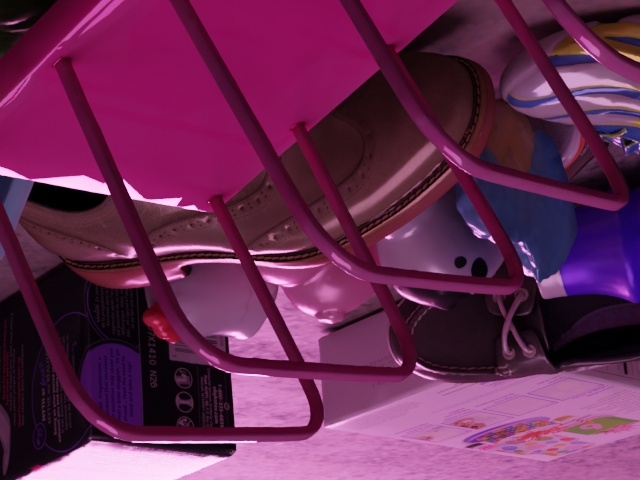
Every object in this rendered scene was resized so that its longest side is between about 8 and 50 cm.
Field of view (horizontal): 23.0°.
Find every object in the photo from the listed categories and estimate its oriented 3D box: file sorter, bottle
[{"bbox_3d":[0.013,-0.052,0.720,0.291,0.182,0.202,-40,154,25],"label":"file sorter"},{"bbox_3d":[0.304,-0.009,1.202,0.283,0.092,0.118,-9,145,13],"label":"bottle"}]

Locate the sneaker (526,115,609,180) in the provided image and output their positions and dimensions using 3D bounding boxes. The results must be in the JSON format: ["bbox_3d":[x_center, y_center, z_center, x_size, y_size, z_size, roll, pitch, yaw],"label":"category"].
[{"bbox_3d":[0.144,-0.045,1.138,0.065,0.061,0.158,6,157,-41],"label":"sneaker"}]

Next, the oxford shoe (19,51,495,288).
[{"bbox_3d":[-0.060,-0.051,1.001,0.348,0.123,0.130,-18,149,27],"label":"oxford shoe"}]

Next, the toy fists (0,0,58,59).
[{"bbox_3d":[-0.123,-0.139,0.800,0.279,0.096,0.142,4,158,-23],"label":"toy fists"}]

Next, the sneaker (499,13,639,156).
[{"bbox_3d":[0.237,-0.071,0.995,0.240,0.126,0.091,-3,158,-5],"label":"sneaker"}]

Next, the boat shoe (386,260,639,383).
[{"bbox_3d":[0.222,0.049,1.291,0.335,0.112,0.095,-10,-177,-4],"label":"boat shoe"}]

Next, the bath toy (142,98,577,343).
[{"bbox_3d":[0.000,0.000,1.117,0.348,0.151,0.129,-16,-168,37],"label":"bath toy"}]

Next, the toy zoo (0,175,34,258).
[{"bbox_3d":[-0.268,-0.020,0.902,0.192,0.030,0.293,13,110,-36],"label":"toy zoo"}]

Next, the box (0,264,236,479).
[{"bbox_3d":[-0.210,0.136,1.373,0.143,0.165,0.270,13,153,-37],"label":"box"}]

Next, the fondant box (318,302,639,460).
[{"bbox_3d":[0.197,0.129,1.532,0.330,0.096,0.238,15,151,-38],"label":"fondant box"}]
